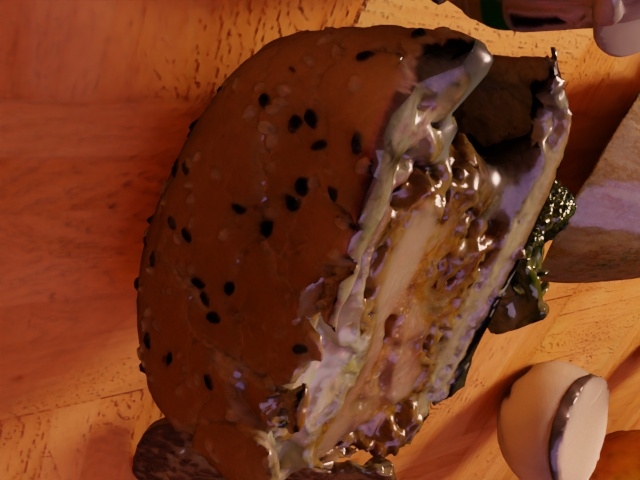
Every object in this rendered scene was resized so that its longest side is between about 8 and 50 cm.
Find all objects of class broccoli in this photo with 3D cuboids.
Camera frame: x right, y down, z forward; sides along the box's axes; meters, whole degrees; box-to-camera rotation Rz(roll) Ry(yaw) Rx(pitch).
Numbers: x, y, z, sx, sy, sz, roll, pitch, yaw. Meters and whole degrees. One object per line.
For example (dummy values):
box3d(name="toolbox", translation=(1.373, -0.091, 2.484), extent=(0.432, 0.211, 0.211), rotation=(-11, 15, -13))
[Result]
box3d(name="broccoli", translation=(0.131, 0.004, 0.617), extent=(0.145, 0.138, 0.162), rotation=(-21, 178, -17))

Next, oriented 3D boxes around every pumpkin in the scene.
box3d(name="pumpkin", translation=(0.292, -0.034, 0.694), extent=(0.217, 0.110, 0.217), rotation=(-55, 163, -26))

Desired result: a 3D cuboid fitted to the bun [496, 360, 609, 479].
box3d(name="bun", translation=(0.295, 0.241, 1.009), extent=(0.173, 0.120, 0.173), rotation=(-10, 104, -46))

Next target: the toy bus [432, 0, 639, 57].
box3d(name="toy bus", translation=(0.113, -0.223, 0.312), extent=(0.143, 0.179, 0.305), rotation=(-35, 144, -8))

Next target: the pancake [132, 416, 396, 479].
box3d(name="pancake", translation=(-0.048, 0.203, 0.652), extent=(0.212, 0.029, 0.235), rotation=(-29, 129, 34))

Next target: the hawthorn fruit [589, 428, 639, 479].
box3d(name="hawthorn fruit", translation=(0.572, 0.563, 1.346), extent=(0.471, 0.472, 0.472), rotation=(-24, 141, -21))

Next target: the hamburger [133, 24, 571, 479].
box3d(name="hamburger", translation=(0.000, 0.000, 0.452), extent=(0.167, 0.192, 0.288), rotation=(-6, 120, -51))

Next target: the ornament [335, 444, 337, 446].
box3d(name="ornament", translation=(0.011, 0.137, 0.684), extent=(0.156, 0.081, 0.075), rotation=(-44, 164, -3))
